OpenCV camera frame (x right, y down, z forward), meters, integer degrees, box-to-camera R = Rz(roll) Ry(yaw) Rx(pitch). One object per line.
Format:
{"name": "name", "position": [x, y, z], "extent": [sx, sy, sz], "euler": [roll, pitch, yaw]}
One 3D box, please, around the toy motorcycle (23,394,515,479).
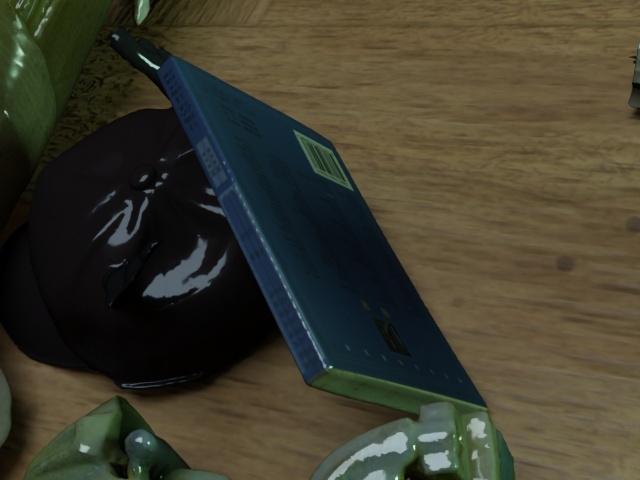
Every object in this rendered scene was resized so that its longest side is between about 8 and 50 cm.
{"name": "toy motorcycle", "position": [-0.040, 0.207, 0.591], "extent": [0.409, 0.169, 0.237], "euler": [-1, 58, 17]}

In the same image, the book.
{"name": "book", "position": [0.000, 0.000, 0.698], "extent": [0.025, 0.191, 0.269], "euler": [-42, 55, 20]}

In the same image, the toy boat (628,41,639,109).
{"name": "toy boat", "position": [0.334, -0.125, 0.768], "extent": [0.210, 0.066, 0.085], "euler": [14, 92, 23]}

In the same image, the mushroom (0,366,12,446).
{"name": "mushroom", "position": [-0.385, 0.095, 0.874], "extent": [0.350, 0.128, 0.128], "euler": [22, 64, 41]}

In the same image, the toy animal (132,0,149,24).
{"name": "toy animal", "position": [-0.250, -0.324, 1.188], "extent": [0.185, 0.104, 0.184], "euler": [6, 63, 23]}

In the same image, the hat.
{"name": "hat", "position": [-0.168, -0.023, 0.814], "extent": [0.336, 0.209, 0.238], "euler": [0, 55, 27]}

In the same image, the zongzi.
{"name": "zongzi", "position": [-0.238, -0.228, 0.948], "extent": [0.500, 0.218, 0.467], "euler": [-48, 49, 10]}
